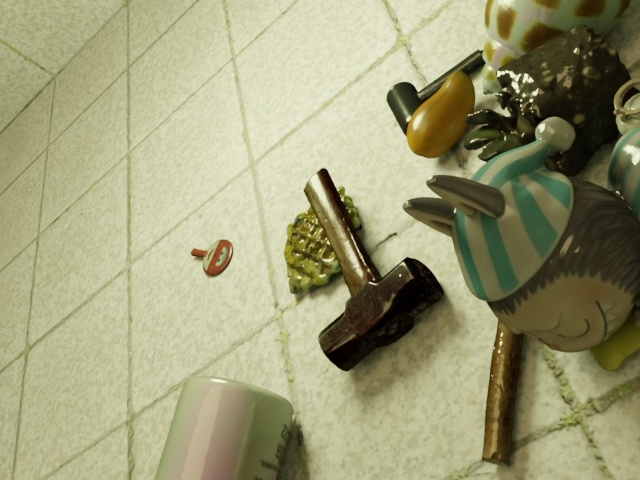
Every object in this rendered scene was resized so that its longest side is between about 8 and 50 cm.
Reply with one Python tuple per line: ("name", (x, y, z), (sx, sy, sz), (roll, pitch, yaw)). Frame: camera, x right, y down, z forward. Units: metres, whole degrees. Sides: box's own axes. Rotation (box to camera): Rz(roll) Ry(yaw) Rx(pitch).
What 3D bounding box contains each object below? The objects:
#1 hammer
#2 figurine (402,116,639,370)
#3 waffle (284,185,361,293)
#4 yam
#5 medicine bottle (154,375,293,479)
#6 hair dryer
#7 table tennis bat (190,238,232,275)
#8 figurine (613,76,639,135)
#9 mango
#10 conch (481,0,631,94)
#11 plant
("hammer", (0.050, 0.021, 1.444), (0.242, 0.095, 0.409), (-40, 53, 20))
("figurine", (0.317, -0.034, 0.994), (0.361, 0.377, 0.266), (-62, 32, 20))
("waffle", (-0.001, -0.001, 1.596), (0.204, 0.054, 0.223), (-29, 46, 29))
("yam", (0.284, 0.212, 1.163), (0.046, 0.046, 0.264), (-10, 59, 42))
("medicine bottle", (-0.191, 0.456, 1.346), (0.219, 0.219, 0.388), (-10, 58, 42))
("hair dryer", (0.260, -0.317, 1.546), (0.255, 0.070, 0.128), (-34, 44, 19))
("table tennis bat", (-0.272, 0.038, 1.879), (0.154, 0.019, 0.098), (9, 71, 45))
("figurine", (0.497, -0.181, 1.129), (0.132, 0.153, 0.132), (-25, 48, 32))
("mango", (0.241, -0.243, 1.481), (0.184, 0.102, 0.085), (-55, 7, -3))
("conch", (0.418, -0.419, 1.350), (0.368, 0.197, 0.249), (-24, 12, 39))
("plant", (0.372, -0.211, 1.249), (0.276, 0.188, 0.199), (-41, 40, 19))
